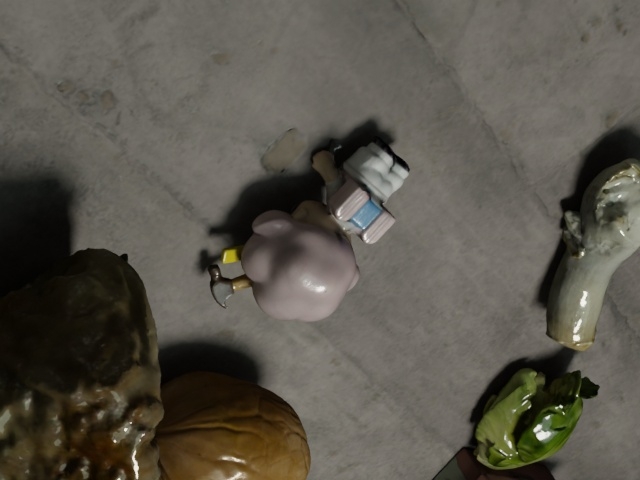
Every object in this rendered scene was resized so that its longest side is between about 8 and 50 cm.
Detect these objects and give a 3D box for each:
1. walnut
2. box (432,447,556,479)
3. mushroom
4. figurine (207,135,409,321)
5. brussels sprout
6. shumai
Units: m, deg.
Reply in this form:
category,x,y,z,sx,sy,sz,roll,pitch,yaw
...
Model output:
category,x,y,z,sx,sy,sz,roll,pitch,yaw
walnut,-0.107,0.222,1.734,0.167,0.167,0.207,-47,139,16
box,0.207,0.385,2.206,0.215,0.086,0.215,18,119,-46
mushroom,0.318,0.016,1.884,0.099,0.096,0.278,-10,141,-27
figurine,0.000,0.000,1.620,0.229,0.112,0.137,-48,137,1
brussels sprout,0.268,0.228,2.079,0.139,0.100,0.181,-7,135,-49
shumai,-0.292,0.168,1.431,0.262,0.267,0.314,-3,92,-32
